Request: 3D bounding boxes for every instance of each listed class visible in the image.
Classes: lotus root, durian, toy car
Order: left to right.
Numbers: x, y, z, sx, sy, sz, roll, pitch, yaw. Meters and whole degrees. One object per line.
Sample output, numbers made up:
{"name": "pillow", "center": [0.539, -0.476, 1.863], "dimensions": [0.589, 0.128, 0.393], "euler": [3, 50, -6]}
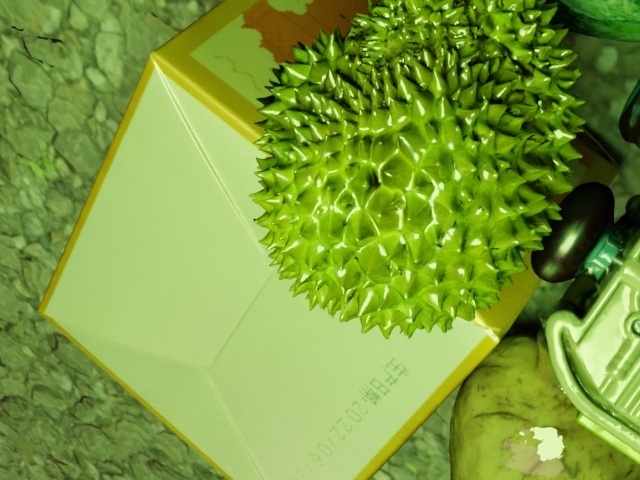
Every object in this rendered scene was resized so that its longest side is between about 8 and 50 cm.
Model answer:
{"name": "durian", "center": [0.057, -0.044, 0.664], "dimensions": [0.146, 0.198, 0.159], "euler": [28, 179, 41]}
{"name": "lotus root", "center": [0.168, 0.146, 0.955], "dimensions": [0.154, 0.140, 0.257], "euler": [-4, 142, -8]}
{"name": "toy car", "center": [0.240, 0.003, 0.758], "dimensions": [0.204, 0.198, 0.248], "euler": [34, 101, 8]}

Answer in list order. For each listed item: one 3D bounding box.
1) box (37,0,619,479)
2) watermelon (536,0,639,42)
{"name": "box", "center": [0.000, 0.000, 0.908], "dimensions": [0.259, 0.214, 0.283], "euler": [41, 136, 6]}
{"name": "watermelon", "center": [0.176, -0.191, 0.695], "dimensions": [0.305, 0.224, 0.180], "euler": [-27, 59, 48]}
